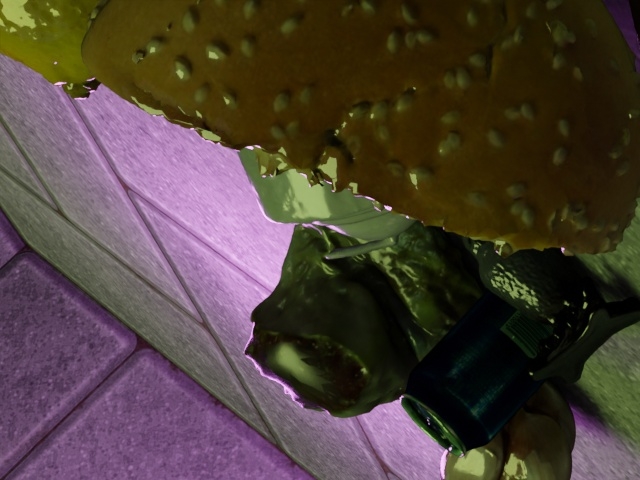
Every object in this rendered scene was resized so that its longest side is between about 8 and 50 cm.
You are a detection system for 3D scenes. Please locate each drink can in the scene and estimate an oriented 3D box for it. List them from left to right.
[{"bbox_3d":[0.186,0.132,1.927,0.118,0.205,0.118,42,165,14],"label":"drink can"}]

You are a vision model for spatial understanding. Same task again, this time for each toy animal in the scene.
[{"bbox_3d":[0.235,0.035,1.838,0.117,0.121,0.210,-1,-132,-46],"label":"toy animal"}]

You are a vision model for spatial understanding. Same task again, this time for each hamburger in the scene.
[{"bbox_3d":[0.056,-0.170,1.295,0.445,0.287,0.268,18,-166,-3],"label":"hamburger"}]

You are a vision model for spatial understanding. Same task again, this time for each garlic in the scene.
[{"bbox_3d":[0.235,0.233,2.170,0.160,0.214,0.191,25,128,-3],"label":"garlic"}]

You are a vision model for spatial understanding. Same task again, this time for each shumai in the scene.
[{"bbox_3d":[0.029,0.089,2.131,0.309,0.263,0.304,46,163,-1],"label":"shumai"}]

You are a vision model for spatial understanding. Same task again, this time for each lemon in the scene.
[{"bbox_3d":[-0.262,-0.310,1.831,0.268,0.268,0.321,24,124,55],"label":"lemon"}]

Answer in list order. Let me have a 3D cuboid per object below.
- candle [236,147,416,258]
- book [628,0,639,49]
[{"bbox_3d":[0.015,-0.138,1.552,0.221,0.221,0.342,13,130,64],"label":"candle"},{"bbox_3d":[0.337,-0.072,1.352,0.208,0.020,0.295,33,161,37],"label":"book"}]
